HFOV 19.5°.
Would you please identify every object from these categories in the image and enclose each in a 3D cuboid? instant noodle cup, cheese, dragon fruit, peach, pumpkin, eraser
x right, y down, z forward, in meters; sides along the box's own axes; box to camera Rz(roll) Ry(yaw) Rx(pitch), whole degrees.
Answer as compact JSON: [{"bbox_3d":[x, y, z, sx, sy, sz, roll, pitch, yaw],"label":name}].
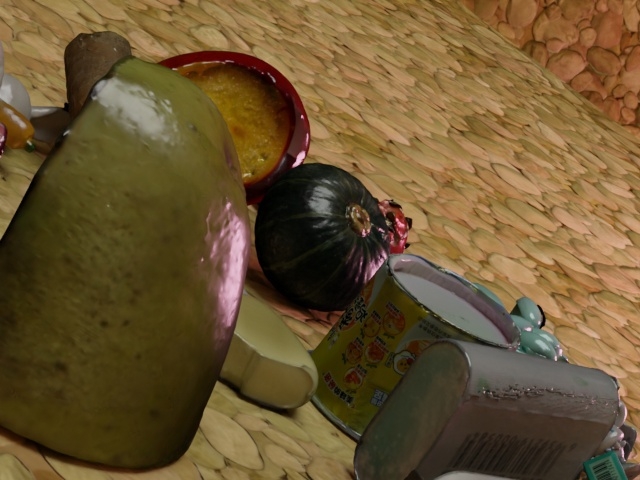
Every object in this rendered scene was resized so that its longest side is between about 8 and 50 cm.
[{"bbox_3d":[0.099,0.116,1.870,0.205,0.153,0.205,30,17,-10],"label":"instant noodle cup"},{"bbox_3d":[-0.083,0.077,1.845,0.127,0.050,0.255,21,19,-25],"label":"cheese"},{"bbox_3d":[0.061,-0.012,2.271,0.116,0.086,0.081,2,-52,49],"label":"dragon fruit"},{"bbox_3d":[-0.120,-0.125,2.091,0.196,0.190,0.226,51,18,19],"label":"peach"},{"bbox_3d":[0.002,-0.001,2.037,0.167,0.125,0.167,42,29,-30],"label":"pumpkin"},{"bbox_3d":[0.161,0.180,1.758,0.227,0.174,0.081,14,25,-43],"label":"eraser"}]

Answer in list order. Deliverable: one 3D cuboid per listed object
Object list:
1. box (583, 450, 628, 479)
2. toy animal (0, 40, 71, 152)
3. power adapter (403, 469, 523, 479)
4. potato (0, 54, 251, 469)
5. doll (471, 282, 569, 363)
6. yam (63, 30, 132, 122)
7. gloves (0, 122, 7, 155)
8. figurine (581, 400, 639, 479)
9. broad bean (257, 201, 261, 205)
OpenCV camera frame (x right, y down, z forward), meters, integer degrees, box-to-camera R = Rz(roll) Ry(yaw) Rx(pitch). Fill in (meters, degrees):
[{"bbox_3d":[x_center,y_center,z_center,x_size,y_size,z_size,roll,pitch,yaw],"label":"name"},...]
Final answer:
[{"bbox_3d":[0.304,0.316,1.709,0.226,0.042,0.161,-102,169,-66],"label":"box"},{"bbox_3d":[-0.325,-0.149,1.955,0.131,0.127,0.182,8,-41,37],"label":"toy animal"},{"bbox_3d":[0.158,0.284,1.566,0.187,0.124,0.255,16,23,-44],"label":"power adapter"},{"bbox_3d":[-0.139,0.009,1.563,0.212,0.280,0.330,30,16,2],"label":"potato"},{"bbox_3d":[0.233,0.116,2.237,0.159,0.059,0.158,15,24,-45],"label":"doll"},{"bbox_3d":[-0.220,-0.094,1.927,0.081,0.081,0.357,22,33,-27],"label":"yam"},{"bbox_3d":[-0.421,-0.129,1.732,0.241,0.126,0.145,31,21,-29],"label":"gloves"},{"bbox_3d":[0.309,0.227,2.041,0.082,0.094,0.086,90,-18,-68],"label":"figurine"},{"bbox_3d":[-0.059,-0.059,2.249,0.061,0.046,0.195,10,26,-43],"label":"broad bean"}]
